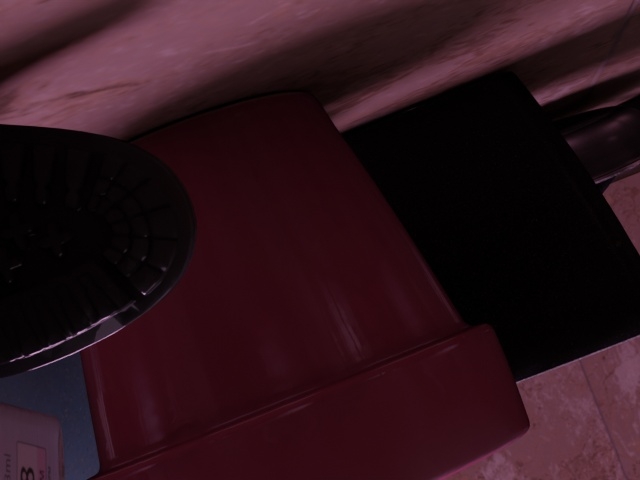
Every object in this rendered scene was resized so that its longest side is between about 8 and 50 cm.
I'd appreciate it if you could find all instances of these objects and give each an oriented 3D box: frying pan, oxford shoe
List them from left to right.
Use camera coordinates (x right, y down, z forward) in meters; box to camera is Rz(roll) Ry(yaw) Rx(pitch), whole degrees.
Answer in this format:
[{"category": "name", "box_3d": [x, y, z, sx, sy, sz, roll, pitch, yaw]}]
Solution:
[{"category": "oxford shoe", "box_3d": [-0.133, 0.005, 0.546, 0.227, 0.082, 0.096, -10, -176, 26]}, {"category": "frying pan", "box_3d": [0.173, -0.066, 1.294, 0.197, 0.053, 0.326, -20, -173, 4]}]

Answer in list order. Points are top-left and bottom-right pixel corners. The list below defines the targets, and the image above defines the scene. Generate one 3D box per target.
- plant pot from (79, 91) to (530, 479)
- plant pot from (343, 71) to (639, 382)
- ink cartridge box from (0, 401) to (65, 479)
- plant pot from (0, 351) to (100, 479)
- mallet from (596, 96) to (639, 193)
[{"category": "plant pot", "box_3d": [-0.029, 0.038, 0.734, 0.201, 0.180, 0.201, -21, 175, -2]}, {"category": "plant pot", "box_3d": [0.087, 0.004, 0.959, 0.187, 0.167, 0.188, -22, 176, 8]}, {"category": "ink cartridge box", "box_3d": [-0.209, 0.070, 0.468, 0.189, 0.066, 0.232, -8, 167, 16]}, {"category": "plant pot", "box_3d": [-0.230, 0.133, 0.853, 0.290, 0.195, 0.290, -21, 175, -2]}, {"category": "mallet", "box_3d": [0.251, -0.071, 1.316, 0.062, 0.039, 0.189, -27, -166, 35]}]
